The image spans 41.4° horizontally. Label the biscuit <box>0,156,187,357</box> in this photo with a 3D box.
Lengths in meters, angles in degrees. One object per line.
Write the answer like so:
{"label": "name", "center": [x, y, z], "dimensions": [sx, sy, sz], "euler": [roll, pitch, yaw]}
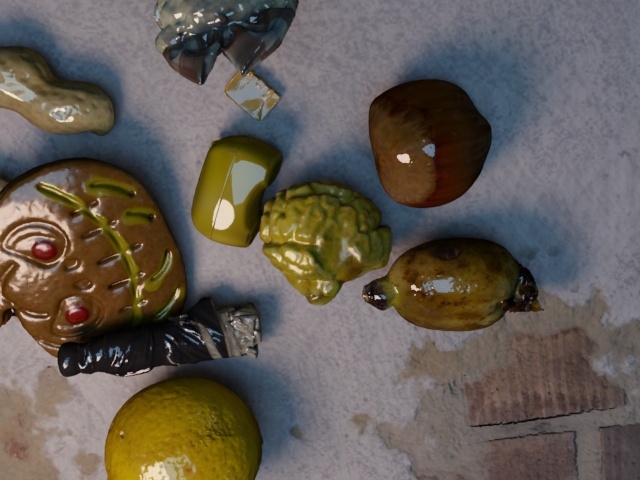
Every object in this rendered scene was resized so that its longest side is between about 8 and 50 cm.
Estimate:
{"label": "biscuit", "center": [-0.411, 0.056, 1.440], "dimensions": [0.350, 0.070, 0.394], "euler": [-28, 124, -4]}

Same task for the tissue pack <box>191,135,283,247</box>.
{"label": "tissue pack", "center": [-0.148, -0.086, 1.424], "dimensions": [0.127, 0.123, 0.178], "euler": [19, 109, 2]}

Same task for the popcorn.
{"label": "popcorn", "center": [0.000, 0.000, 1.436], "dimensions": [0.226, 0.203, 0.200], "euler": [-22, 81, -34]}

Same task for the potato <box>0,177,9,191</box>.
{"label": "potato", "center": [-0.564, 0.001, 1.465], "dimensions": [0.161, 0.128, 0.234], "euler": [8, 114, 4]}

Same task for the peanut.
{"label": "peanut", "center": [-0.465, -0.242, 1.393], "dimensions": [0.263, 0.101, 0.117], "euler": [26, 127, -8]}

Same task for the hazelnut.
{"label": "hazelnut", "center": [0.178, -0.157, 1.361], "dimensions": [0.210, 0.186, 0.210], "euler": [2, 97, 15]}

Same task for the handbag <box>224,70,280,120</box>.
{"label": "handbag", "center": [-0.114, -0.247, 1.420], "dimensions": [0.083, 0.027, 0.061], "euler": [38, 106, -13]}

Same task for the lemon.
{"label": "lemon", "center": [-0.246, 0.377, 1.509], "dimensions": [0.293, 0.293, 0.293], "euler": [1, 109, 2]}

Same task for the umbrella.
{"label": "umbrella", "center": [-0.276, 0.172, 1.482], "dimensions": [0.358, 0.106, 0.113], "euler": [-7, 124, -19]}

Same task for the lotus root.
{"label": "lotus root", "center": [0.223, 0.073, 1.447], "dimensions": [0.314, 0.141, 0.169], "euler": [0, 134, -11]}

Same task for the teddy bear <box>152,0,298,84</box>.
{"label": "teddy bear", "center": [-0.162, -0.436, 1.183], "dimensions": [0.327, 0.362, 0.375], "euler": [-12, 110, 5]}
